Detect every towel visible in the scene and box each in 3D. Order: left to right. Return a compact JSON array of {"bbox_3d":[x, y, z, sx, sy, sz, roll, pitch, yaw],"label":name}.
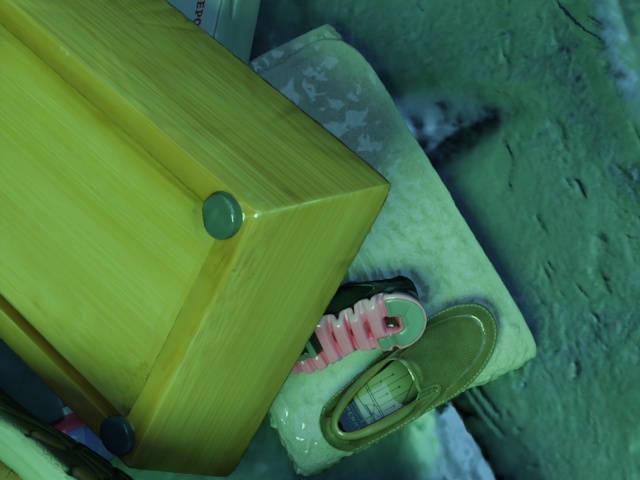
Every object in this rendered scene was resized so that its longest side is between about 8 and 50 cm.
[{"bbox_3d":[0.000,0.000,0.788,0.187,0.049,0.282,-27,77,-9],"label":"towel"}]

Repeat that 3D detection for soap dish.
[{"bbox_3d":[-0.126,-0.024,0.680,0.291,0.118,0.229,40,120,20],"label":"soap dish"}]

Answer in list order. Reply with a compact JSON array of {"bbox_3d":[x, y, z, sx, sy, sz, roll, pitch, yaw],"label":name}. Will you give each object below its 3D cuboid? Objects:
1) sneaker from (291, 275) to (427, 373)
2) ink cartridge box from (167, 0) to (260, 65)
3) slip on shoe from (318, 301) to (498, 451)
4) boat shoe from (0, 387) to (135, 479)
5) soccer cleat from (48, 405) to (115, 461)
[{"bbox_3d":[0.010,0.048,0.731,0.119,0.047,0.057,-10,28,11],"label":"sneaker"},{"bbox_3d":[-0.115,-0.150,0.792,0.135,0.056,0.099,-2,61,21],"label":"ink cartridge box"},{"bbox_3d":[0.058,0.084,0.719,0.135,0.041,0.051,-31,79,-10],"label":"slip on shoe"},{"bbox_3d":[-0.186,0.144,0.612,0.324,0.123,0.116,28,78,31],"label":"boat shoe"},{"bbox_3d":[-0.215,0.184,0.710,0.248,0.083,0.095,-30,90,-10],"label":"soccer cleat"}]
